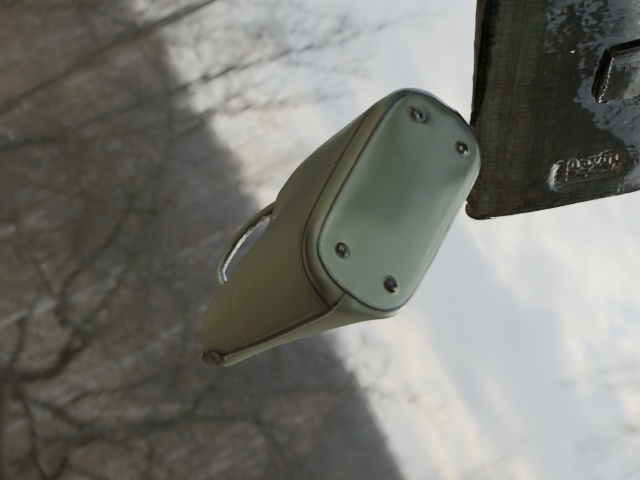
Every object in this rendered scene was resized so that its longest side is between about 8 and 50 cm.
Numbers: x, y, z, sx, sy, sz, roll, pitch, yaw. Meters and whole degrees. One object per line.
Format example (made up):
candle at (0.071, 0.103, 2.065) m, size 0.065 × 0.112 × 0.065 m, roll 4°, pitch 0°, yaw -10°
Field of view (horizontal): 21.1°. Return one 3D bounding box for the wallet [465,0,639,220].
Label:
wallet at (0.202, -0.139, 1.383) m, size 0.317 × 0.169 × 0.044 m, roll 88°, pitch -11°, yaw -49°

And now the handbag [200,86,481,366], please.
handbag at (0.000, 0.000, 1.446) m, size 0.109 × 0.241 × 0.315 m, roll 37°, pitch -25°, yaw -12°
